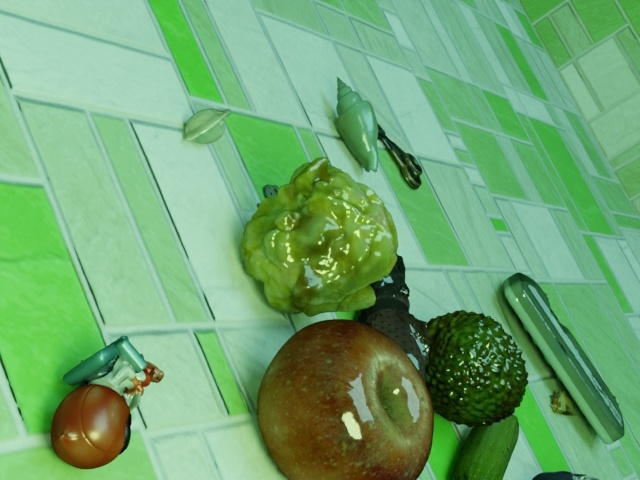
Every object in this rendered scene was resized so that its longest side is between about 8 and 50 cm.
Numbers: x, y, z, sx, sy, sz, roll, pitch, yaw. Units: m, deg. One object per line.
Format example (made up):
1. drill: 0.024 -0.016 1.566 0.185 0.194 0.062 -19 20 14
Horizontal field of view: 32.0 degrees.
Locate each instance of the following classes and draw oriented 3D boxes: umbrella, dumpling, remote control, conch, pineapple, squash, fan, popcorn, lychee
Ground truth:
1. umbrella: 0.088 0.120 1.467 0.090 0.094 0.326 96 -11 -46
2. dumpling: -0.137 -0.147 1.400 0.077 0.059 0.043 -1 72 -57
3. remote control: 0.439 0.206 1.998 0.335 0.066 0.128 56 13 -3
4. conch: 0.055 -0.183 1.795 0.065 0.088 0.180 -12 73 -17
5. pineapple: 0.424 0.285 1.955 0.083 0.019 0.045 17 52 -55
6. squash: 0.226 0.297 1.530 0.069 0.069 0.239 55 27 -5
7. fan: -0.062 -0.050 1.484 0.056 0.004 0.083 61 25 6
8. popcorn: 0.000 -0.001 1.343 0.188 0.185 0.167 19 27 -41
9. lychee: 0.207 0.179 1.523 0.171 0.171 0.171 42 30 -30

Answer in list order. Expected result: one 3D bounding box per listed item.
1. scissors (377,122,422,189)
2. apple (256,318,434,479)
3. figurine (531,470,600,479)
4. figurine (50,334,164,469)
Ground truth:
1. scissors: 0.105 -0.181 1.922 0.220 0.017 0.088 47 28 -19
2. apple: 0.021 0.186 1.197 0.201 0.162 0.201 30 48 -39
3. figurine: 0.390 0.412 1.635 0.222 0.145 0.145 49 25 -39
4. figurine: -0.190 0.141 0.965 0.075 0.068 0.140 53 24 -16
